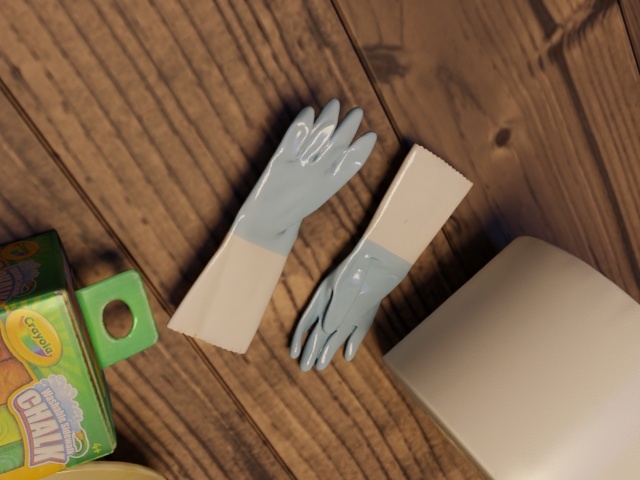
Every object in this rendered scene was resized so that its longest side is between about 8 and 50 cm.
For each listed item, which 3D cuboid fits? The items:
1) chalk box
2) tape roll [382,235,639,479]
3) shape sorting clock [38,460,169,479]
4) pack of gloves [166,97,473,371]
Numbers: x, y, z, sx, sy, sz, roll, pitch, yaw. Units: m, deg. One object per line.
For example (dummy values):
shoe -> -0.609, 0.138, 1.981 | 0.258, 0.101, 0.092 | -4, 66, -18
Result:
chalk box -> -0.222, 0.084, 0.524 | 0.213, 0.132, 0.132 | -18, 113, -15
tape roll -> 0.194, 0.140, 0.645 | 0.169, 0.246, 0.246 | -41, 117, -5
shape sorting clock -> -0.218, 0.228, 0.591 | 0.206, 0.040, 0.206 | -17, 146, -12
pack of gloves -> 0.000, 0.000, 0.646 | 0.195, 0.046, 0.232 | 27, 100, -38
